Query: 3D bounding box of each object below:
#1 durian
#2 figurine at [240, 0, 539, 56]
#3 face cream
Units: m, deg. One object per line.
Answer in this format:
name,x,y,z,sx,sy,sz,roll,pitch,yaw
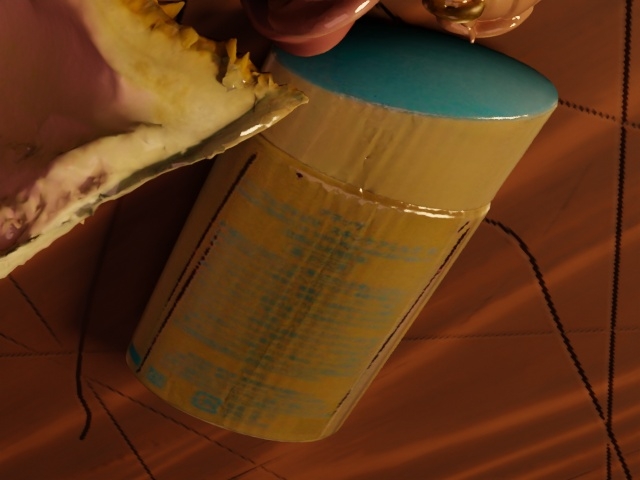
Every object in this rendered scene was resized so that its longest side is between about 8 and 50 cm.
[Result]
durian,-0.179,-0.084,0.647,0.305,0.185,0.196,-26,107,22
figurine,0.033,-0.132,0.594,0.157,0.126,0.114,11,168,-2
face cream,0.000,0.000,0.755,0.139,0.067,0.285,19,134,-13
